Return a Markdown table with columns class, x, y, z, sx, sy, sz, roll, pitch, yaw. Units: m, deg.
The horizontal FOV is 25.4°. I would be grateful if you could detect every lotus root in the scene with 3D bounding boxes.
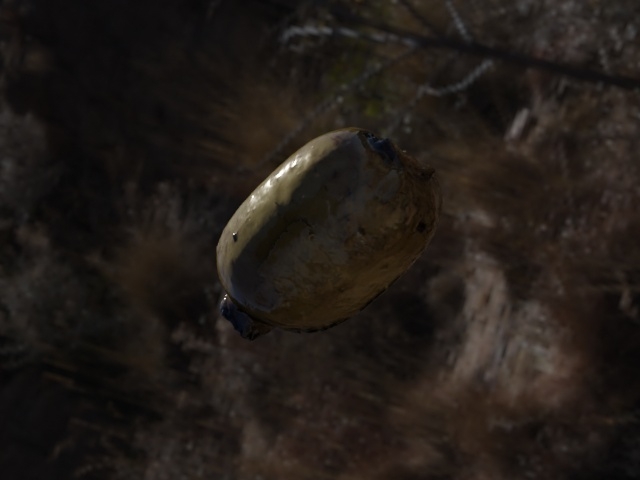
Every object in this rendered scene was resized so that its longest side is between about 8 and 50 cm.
| class | x | y | z | sx | sy | sz | roll | pitch | yaw |
| --- | --- | --- | --- | --- | --- | --- | --- | --- | --- |
| lotus root | 0.000 | 0.000 | 1.383 | 0.284 | 0.160 | 0.146 | -45 | 0 | 30 |
